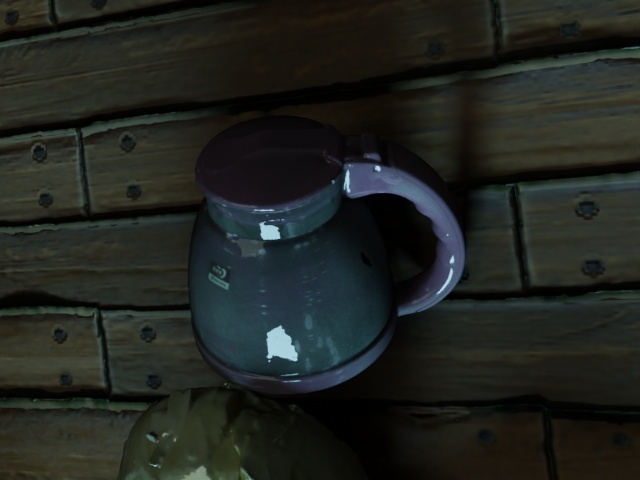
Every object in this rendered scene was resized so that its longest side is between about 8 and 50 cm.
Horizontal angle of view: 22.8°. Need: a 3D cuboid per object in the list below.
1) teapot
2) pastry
[{"bbox_3d":[-0.006,0.006,0.852,0.148,0.116,0.146,13,135,23],"label":"teapot"},{"bbox_3d":[-0.041,0.150,0.905,0.166,0.166,0.088,-21,40,37],"label":"pastry"}]
